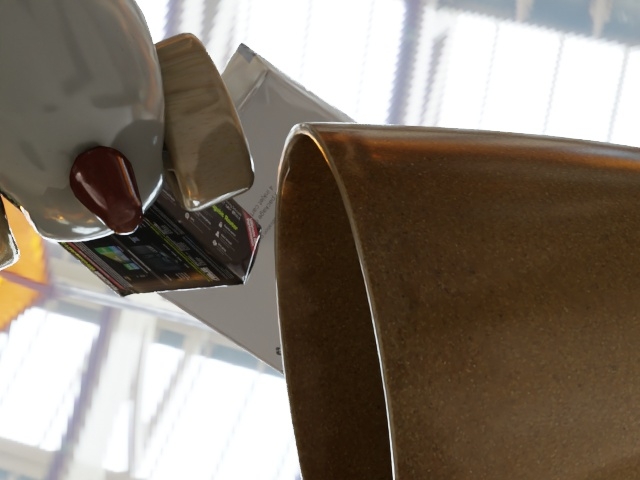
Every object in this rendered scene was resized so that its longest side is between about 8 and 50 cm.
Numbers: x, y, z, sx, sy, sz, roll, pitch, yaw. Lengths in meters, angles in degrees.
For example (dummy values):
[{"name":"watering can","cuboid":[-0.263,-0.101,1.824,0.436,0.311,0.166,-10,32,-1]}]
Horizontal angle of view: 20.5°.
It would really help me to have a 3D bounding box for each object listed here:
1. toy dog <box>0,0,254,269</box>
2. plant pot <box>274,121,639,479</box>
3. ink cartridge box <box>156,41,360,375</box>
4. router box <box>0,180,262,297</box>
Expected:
[{"name":"toy dog","cuboid":[-0.138,-0.120,0.744,0.220,0.161,0.333,-42,-67,-6]},{"name":"plant pot","cuboid":[0.126,0.052,0.799,0.254,0.237,0.237,-7,-98,-10]},{"name":"ink cartridge box","cuboid":[0.000,0.000,1.256,0.233,0.171,0.168,34,-85,-15]},{"name":"router box","cuboid":[-0.102,-0.019,0.933,0.092,0.122,0.038,-7,-127,35]}]
